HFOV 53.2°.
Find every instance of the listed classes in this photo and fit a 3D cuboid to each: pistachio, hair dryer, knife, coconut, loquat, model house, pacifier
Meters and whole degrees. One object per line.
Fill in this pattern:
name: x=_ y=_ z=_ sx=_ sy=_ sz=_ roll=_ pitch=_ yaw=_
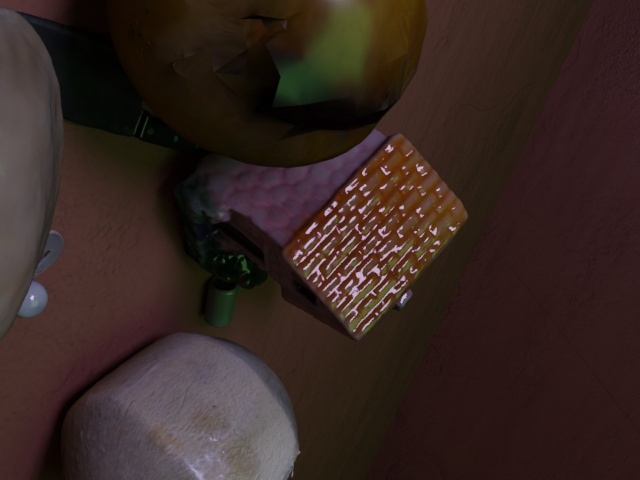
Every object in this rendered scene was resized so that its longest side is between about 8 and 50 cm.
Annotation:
pistachio: x=-0.223 y=-0.028 z=0.373 sx=0.152 sy=0.126 sz=0.223 roll=-21 pitch=125 yaw=-65
hair dryer: x=-0.111 y=0.062 z=0.861 sx=0.124 sy=0.038 sz=0.063 roll=-43 pitch=155 yaw=-54
knife: x=-0.166 y=-0.121 z=0.529 sx=0.245 sy=0.019 sz=0.072 roll=8 pitch=109 yaw=-65
coconut: x=-0.159 y=0.242 z=0.705 sx=0.247 sy=0.245 sz=0.245 roll=-37 pitch=148 yaw=-45
loquat: x=-0.038 y=-0.167 z=0.472 sx=0.235 sy=0.235 sz=0.235 roll=-47 pitch=155 yaw=-31
model house: x=0.000 y=0.000 z=0.708 sx=0.202 sy=0.237 sz=0.237 roll=-46 pitch=162 yaw=-25
pacifier: x=-0.234 y=0.028 z=0.481 sx=0.081 sy=0.078 sz=0.099 roll=-45 pitch=163 yaw=14
